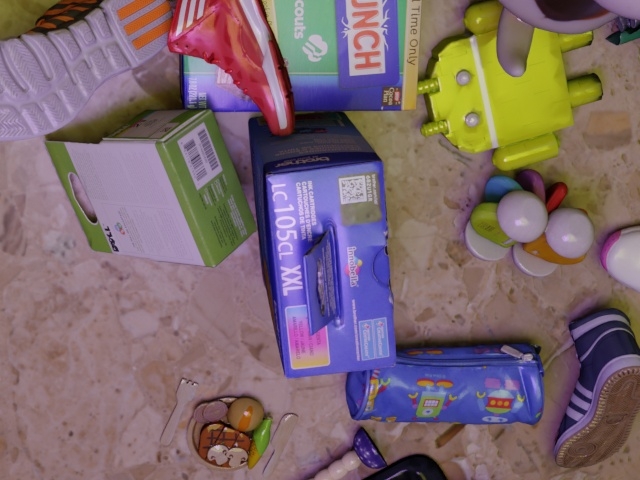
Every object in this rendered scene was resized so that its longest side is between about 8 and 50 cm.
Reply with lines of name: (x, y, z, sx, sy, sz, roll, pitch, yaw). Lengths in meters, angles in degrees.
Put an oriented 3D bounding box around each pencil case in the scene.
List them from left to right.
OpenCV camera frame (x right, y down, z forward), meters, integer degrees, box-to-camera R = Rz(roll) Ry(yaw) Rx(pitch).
pencil case: (0.192, 0.211, 1.701, 0.306, 0.119, 0.133, 2, 130, -10)

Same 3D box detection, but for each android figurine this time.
android figurine: (0.263, -0.222, 1.617, 0.272, 0.056, 0.248, -15, 109, -6)

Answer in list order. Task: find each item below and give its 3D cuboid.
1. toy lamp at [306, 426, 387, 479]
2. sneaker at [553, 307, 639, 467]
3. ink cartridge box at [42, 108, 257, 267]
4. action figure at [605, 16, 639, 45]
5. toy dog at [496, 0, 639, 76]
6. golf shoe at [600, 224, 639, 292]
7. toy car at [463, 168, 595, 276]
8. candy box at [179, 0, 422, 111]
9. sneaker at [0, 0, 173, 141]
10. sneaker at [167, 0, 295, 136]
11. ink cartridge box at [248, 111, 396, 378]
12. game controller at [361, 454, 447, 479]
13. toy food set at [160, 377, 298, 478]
toy lamp: (-0.030, 0.391, 1.748, 0.274, 0.080, 0.080, -33, 109, 0)
sneaker: (0.425, 0.226, 1.767, 0.099, 0.153, 0.282, 3, 137, -12)
ink cartridge box: (-0.233, -0.075, 1.528, 0.097, 0.255, 0.189, -42, 124, -38)
action figure: (0.533, -0.334, 1.604, 0.232, 0.137, 0.064, -14, 96, -13)
toy dog: (0.331, -0.374, 1.316, 0.284, 0.408, 0.395, 36, 97, -16)
golf shoe: (0.573, 0.060, 1.708, 0.306, 0.140, 0.115, 16, 105, -12)
toy car: (0.306, -0.036, 1.647, 0.182, 0.159, 0.136, 18, 69, -13)
candy box: (-0.028, -0.307, 1.509, 0.317, 0.122, 0.268, -2, 107, -9)
sneaker: (-0.347, -0.221, 1.441, 0.321, 0.180, 0.125, -31, 112, -27)
sneaker: (-0.115, -0.225, 1.427, 0.128, 0.087, 0.221, -16, 97, 7)
ink cartridge box: (0.000, 0.000, 1.462, 0.151, 0.395, 0.270, -7, 107, -7)
game controller: (0.069, 0.470, 1.803, 0.319, 0.067, 0.166, -29, 95, 0)
toy food set: (-0.139, 0.294, 1.718, 0.192, 0.038, 0.132, 20, 103, -14)
